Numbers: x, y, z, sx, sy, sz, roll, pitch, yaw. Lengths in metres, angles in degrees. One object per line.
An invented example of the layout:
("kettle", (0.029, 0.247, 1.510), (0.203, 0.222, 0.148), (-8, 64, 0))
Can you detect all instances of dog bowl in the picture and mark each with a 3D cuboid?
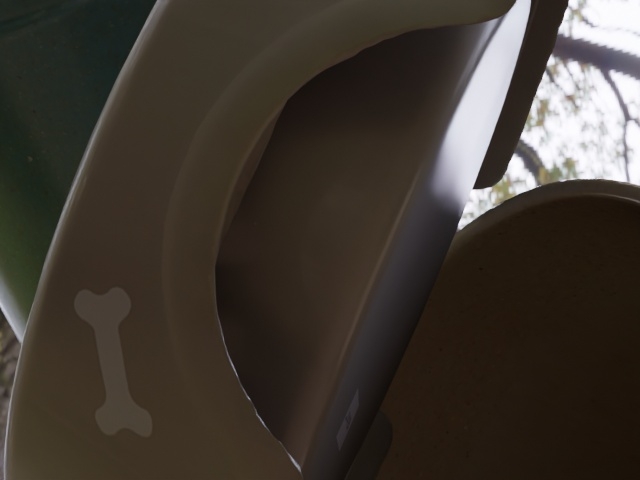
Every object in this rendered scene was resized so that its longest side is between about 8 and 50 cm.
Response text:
("dog bowl", (0.000, 0.000, 0.504), (0.102, 0.349, 0.349), (23, -53, 10))

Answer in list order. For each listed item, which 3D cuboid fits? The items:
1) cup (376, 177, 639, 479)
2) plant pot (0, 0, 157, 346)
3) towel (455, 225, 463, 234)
("cup", (0.174, 0.162, 0.628), (0.237, 0.331, 0.331), (19, -53, -29))
("plant pot", (-0.134, -0.096, 0.887), (0.341, 0.341, 0.334), (-15, -74, 15))
("towel", (0.053, 0.049, 1.117), (0.029, 0.197, 0.144), (-3, -27, 47))
